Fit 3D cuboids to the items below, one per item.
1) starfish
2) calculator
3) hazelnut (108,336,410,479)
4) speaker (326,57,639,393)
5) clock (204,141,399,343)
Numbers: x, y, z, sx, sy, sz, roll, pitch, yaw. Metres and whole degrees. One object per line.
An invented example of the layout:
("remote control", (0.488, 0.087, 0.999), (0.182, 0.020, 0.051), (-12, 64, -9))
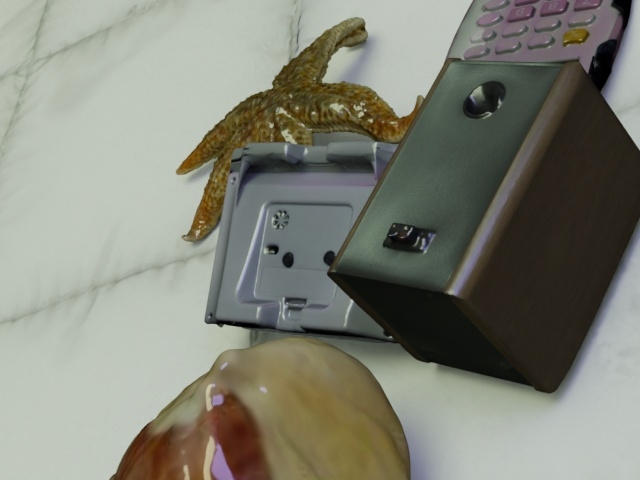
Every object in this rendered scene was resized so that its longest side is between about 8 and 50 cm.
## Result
("starfish", (-0.027, -0.121, 1.498), (0.375, 0.094, 0.327), (6, 63, 49))
("calculator", (0.216, -0.199, 1.397), (0.194, 0.043, 0.294), (-5, 51, 40))
("hazelnut", (-0.051, 0.193, 1.137), (0.261, 0.241, 0.261), (-20, 21, 8))
("speaker", (0.149, -0.017, 1.176), (0.153, 0.192, 0.230), (10, 63, 46))
("clock", (0.000, 0.000, 1.327), (0.253, 0.083, 0.186), (2, 79, 36))
